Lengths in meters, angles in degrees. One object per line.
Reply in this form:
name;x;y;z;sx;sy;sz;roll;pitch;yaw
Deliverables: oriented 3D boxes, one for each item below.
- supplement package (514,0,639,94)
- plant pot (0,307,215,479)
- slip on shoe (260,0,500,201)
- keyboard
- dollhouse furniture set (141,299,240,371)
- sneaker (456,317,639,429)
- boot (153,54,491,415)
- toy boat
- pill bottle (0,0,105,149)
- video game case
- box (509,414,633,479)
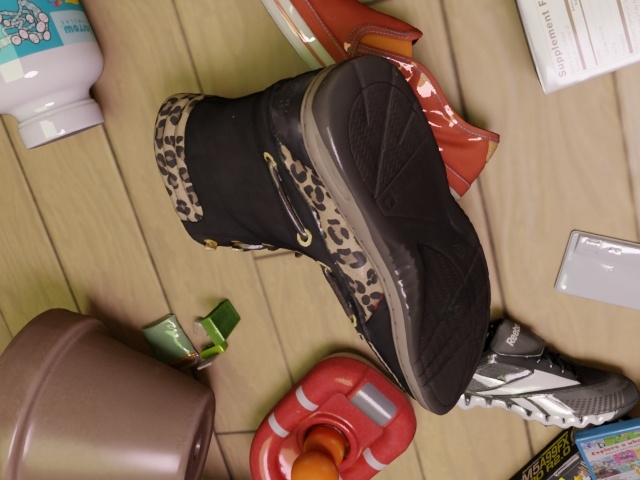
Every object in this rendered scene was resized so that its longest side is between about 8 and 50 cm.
supplement package;0.261;-0.208;0.521;0.179;0.105;0.105;-17;105;22
plant pot;-0.259;0.235;0.778;0.229;0.263;0.263;11;113;3
slip on shoe;0.046;-0.178;0.599;0.101;0.123;0.331;-42;98;12
keyboard;0.381;0.050;0.638;0.255;0.014;0.072;13;119;12
dollhouse furniture set;-0.177;0.133;0.810;0.151;0.058;0.076;-27;100;24
sneaker;0.224;0.138;0.680;0.234;0.078;0.106;3;114;18
boot;0.000;0.000;0.629;0.284;0.138;0.378;11;141;43
toy boat;0.002;0.258;0.752;0.151;0.151;0.231;40;116;-1
pill bottle;-0.329;-0.237;0.666;0.146;0.146;0.264;-15;106;21
video game case;0.354;0.255;0.649;0.119;0.015;0.166;-22;106;23
box;0.368;0.342;0.726;0.270;0.060;0.216;34;117;2
